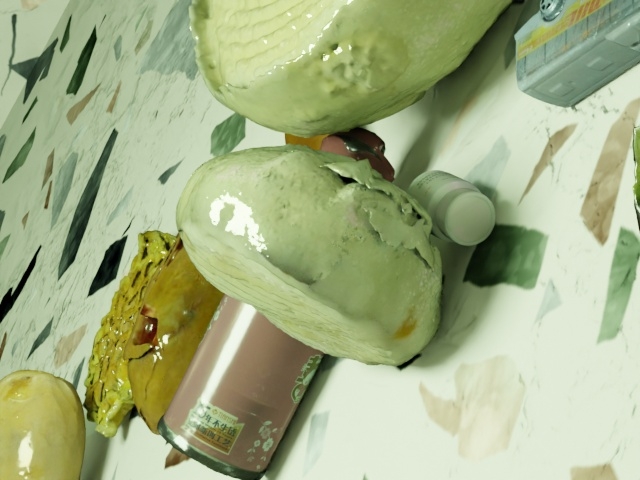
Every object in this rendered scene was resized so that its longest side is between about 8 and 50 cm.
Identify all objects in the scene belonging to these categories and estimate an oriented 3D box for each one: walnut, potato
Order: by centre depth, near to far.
[{"bbox_3d":[-0.117,0.081,1.771,0.245,0.137,0.137,-62,19,-17],"label":"walnut"},{"bbox_3d":[-0.339,0.267,2.063,0.150,0.146,0.234,46,-137,-68],"label":"potato"}]

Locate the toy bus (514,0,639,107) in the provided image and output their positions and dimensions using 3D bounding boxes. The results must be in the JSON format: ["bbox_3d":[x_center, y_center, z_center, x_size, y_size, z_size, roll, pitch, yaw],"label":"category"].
[{"bbox_3d":[0.217,-0.167,1.316,0.190,0.064,0.075,-33,44,55],"label":"toy bus"}]

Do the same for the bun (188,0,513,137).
[{"bbox_3d":[0.057,-0.244,1.587,0.364,0.202,0.364,-38,36,35],"label":"bun"}]

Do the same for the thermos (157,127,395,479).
[{"bbox_3d":[-0.020,0.051,1.615,0.109,0.136,0.330,34,100,41],"label":"thermos"}]

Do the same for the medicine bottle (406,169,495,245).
[{"bbox_3d":[0.107,-0.026,1.441,0.052,0.052,0.089,-65,20,3],"label":"medicine bottle"}]

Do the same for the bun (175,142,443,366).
[{"bbox_3d":[0.000,0.000,1.429,0.141,0.239,0.239,-63,20,-14],"label":"bun"}]

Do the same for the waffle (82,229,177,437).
[{"bbox_3d":[-0.219,0.104,2.092,0.245,0.052,0.254,-65,20,9],"label":"waffle"}]

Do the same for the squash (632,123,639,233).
[{"bbox_3d":[0.227,-0.054,1.049,0.155,0.204,0.237,-34,31,14],"label":"squash"}]

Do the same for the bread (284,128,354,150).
[{"bbox_3d":[0.004,-0.091,1.767,0.088,0.049,0.226,-54,23,28],"label":"bread"}]
